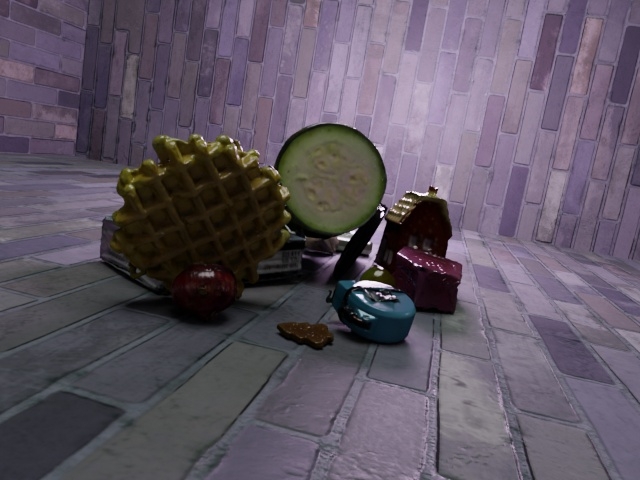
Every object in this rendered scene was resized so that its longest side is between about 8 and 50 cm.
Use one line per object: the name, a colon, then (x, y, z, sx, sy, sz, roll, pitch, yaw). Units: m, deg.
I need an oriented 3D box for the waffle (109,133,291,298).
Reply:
waffle: (-0.193, -0.028, 0.909, 0.329, 0.329, 0.062, 4, 25, -33)

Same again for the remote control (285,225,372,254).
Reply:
remote control: (-0.005, -0.014, 1.725, 0.335, 0.066, 0.128, 9, 6, -3)

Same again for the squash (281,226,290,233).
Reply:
squash: (-0.226, -0.033, 1.489, 0.288, 0.111, 0.203, 12, 11, 7)

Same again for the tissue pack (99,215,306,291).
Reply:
tissue pack: (-0.242, 0.015, 1.157, 0.259, 0.122, 0.361, 15, 13, 42)

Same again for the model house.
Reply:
model house: (0.261, -0.027, 1.493, 0.160, 0.254, 0.196, 15, 8, -6)

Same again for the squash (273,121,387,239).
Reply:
squash: (0.006, -0.135, 1.394, 0.263, 0.263, 0.384, 9, -3, -5)

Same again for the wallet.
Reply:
wallet: (0.111, -0.012, 1.456, 0.051, 0.197, 0.377, 34, 12, 2)

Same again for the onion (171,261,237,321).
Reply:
onion: (-0.185, 0.083, 0.878, 0.107, 0.097, 0.107, -10, -28, -6)

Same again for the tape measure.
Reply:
tape measure: (0.096, 0.123, 0.945, 0.146, 0.081, 0.125, 5, 21, -26)

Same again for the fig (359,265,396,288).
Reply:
fig: (0.115, 0.096, 1.171, 0.088, 0.074, 0.074, -24, 28, -33)

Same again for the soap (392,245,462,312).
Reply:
soap: (0.241, 0.092, 1.247, 0.162, 0.099, 0.250, 19, 11, 11)

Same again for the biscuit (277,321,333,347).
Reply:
biscuit: (-0.024, 0.147, 0.865, 0.092, 0.016, 0.082, 9, 14, 2)

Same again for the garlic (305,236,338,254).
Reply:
garlic: (0.003, 0.000, 1.616, 0.113, 0.074, 0.094, -30, 51, -34)
